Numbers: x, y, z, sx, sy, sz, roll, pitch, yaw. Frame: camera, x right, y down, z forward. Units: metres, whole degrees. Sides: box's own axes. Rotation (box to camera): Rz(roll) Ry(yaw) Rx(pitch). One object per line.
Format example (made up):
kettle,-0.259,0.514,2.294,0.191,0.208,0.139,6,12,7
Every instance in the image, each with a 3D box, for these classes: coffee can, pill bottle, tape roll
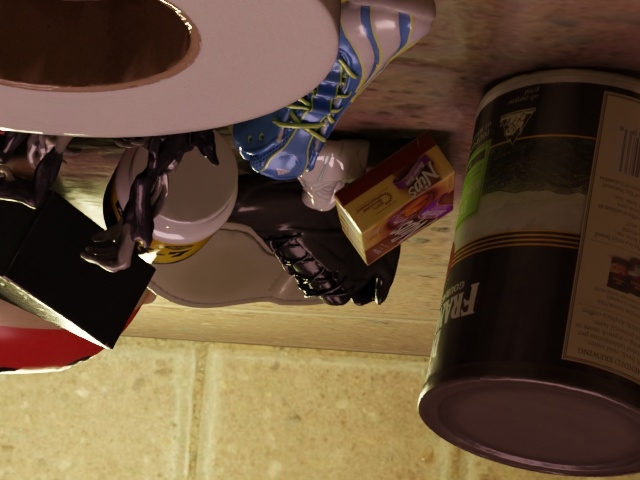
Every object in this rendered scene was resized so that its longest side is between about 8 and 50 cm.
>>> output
coffee can,0.202,0.029,1.449,0.201,0.275,0.201,11,154,5
pill bottle,-0.146,-0.047,1.742,0.119,0.119,0.208,6,169,-11
tape roll,-0.179,-0.162,1.144,0.392,0.072,0.392,3,164,1

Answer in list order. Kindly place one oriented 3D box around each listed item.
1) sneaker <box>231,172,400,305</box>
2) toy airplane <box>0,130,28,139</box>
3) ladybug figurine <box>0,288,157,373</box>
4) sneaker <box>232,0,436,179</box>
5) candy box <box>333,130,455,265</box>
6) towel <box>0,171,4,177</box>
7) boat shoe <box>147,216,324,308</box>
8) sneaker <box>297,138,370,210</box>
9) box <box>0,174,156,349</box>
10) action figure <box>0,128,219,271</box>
sneaker,0.000,0.000,1.914,0.109,0.130,0.286,-2,167,41
toy airplane,-0.338,-0.116,1.694,0.151,0.028,0.151,5,171,1
ladybug figurine,-0.413,0.055,2.084,0.449,0.162,0.305,8,-165,-13
sneaker,0.005,-0.110,1.309,0.091,0.126,0.240,9,169,-26
candy box,0.074,-0.038,1.743,0.109,0.053,0.186,-34,168,-3
towel,-0.470,-0.068,1.566,0.325,0.038,0.248,-4,-162,-36
boat shoe,-0.095,-0.005,1.994,0.340,0.113,0.127,3,132,-44
sneaker,0.001,-0.071,1.755,0.061,0.053,0.152,12,161,-13
box,-0.323,-0.005,1.787,0.261,0.103,0.184,21,169,37
action figure,-0.189,-0.071,1.408,0.276,0.164,0.141,-10,137,-28
